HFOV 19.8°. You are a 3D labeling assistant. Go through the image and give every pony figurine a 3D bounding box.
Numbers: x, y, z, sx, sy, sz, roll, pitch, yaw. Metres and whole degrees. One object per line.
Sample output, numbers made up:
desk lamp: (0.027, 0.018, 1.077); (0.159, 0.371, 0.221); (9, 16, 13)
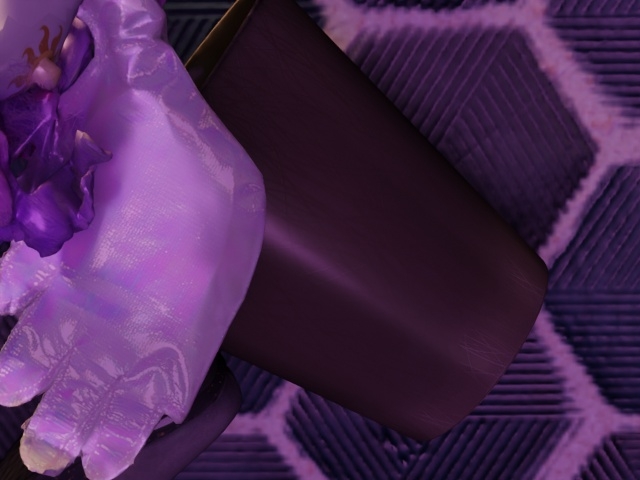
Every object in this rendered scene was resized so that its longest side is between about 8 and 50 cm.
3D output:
pony figurine: (-0.136, -0.102, 0.806); (0.303, 0.363, 0.351); (37, 97, 14)

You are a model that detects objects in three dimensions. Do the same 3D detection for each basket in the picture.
basket: (0.000, 0.000, 1.028); (0.227, 0.154, 0.204); (36, 91, -12)

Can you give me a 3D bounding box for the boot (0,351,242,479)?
boot: (-0.121, 0.219, 1.118); (0.338, 0.118, 0.223); (-38, 104, 24)
